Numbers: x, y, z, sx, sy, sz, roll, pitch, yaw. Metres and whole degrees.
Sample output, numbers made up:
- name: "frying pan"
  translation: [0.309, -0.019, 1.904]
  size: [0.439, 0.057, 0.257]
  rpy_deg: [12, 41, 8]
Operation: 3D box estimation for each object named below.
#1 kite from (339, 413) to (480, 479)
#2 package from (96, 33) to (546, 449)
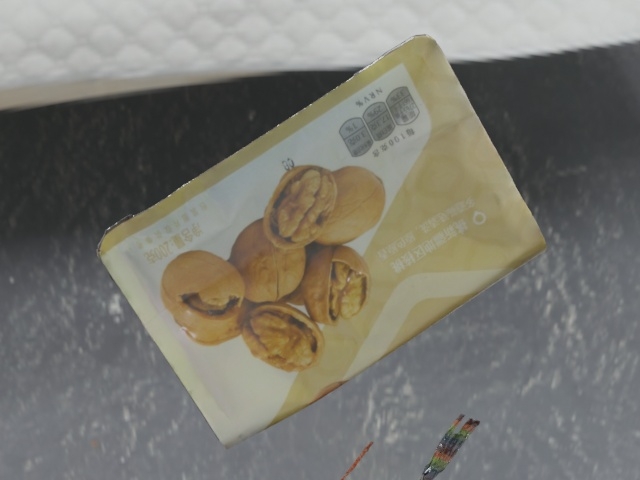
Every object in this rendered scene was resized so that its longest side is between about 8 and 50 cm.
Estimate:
- name: "kite"
  translation: [0.061, 0.236, 1.178]
  size: [0.198, 0.006, 0.244]
  rpy_deg: [25, 61, 38]
- name: "package"
  translation: [-0.010, -0.012, 1.172]
  size: [0.311, 0.221, 0.165]
  rpy_deg: [-33, 20, -3]
